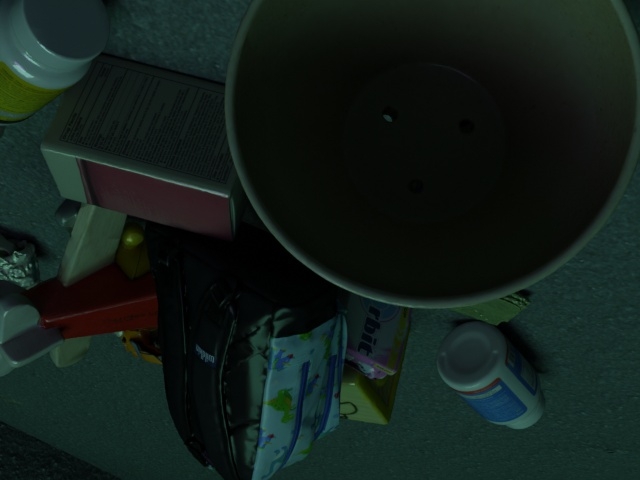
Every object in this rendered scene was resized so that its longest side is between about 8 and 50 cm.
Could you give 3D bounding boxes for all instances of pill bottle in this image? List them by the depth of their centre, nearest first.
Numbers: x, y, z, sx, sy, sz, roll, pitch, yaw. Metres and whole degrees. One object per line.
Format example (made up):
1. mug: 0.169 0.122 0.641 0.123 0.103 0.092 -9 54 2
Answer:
1. pill bottle: -0.330 -0.214 1.014 0.119 0.119 0.208 34 149 -30
2. pill bottle: 0.296 0.237 1.515 0.124 0.124 0.221 -4 146 36

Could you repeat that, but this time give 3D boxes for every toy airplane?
1. toy airplane: -0.348 0.051 1.366 0.386 0.272 0.384 -29 152 12

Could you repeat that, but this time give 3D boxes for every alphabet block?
1. alphabet block: 0.018 0.172 1.475 0.197 0.193 0.192 3 152 25

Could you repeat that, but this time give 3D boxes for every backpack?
1. backpack: -0.096 0.163 1.209 0.290 0.355 0.273 25 -157 37

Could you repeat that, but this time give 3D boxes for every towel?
1. towel: 0.236 0.087 1.371 0.148 0.027 0.110 18 154 -6

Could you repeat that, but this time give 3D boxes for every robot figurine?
1. robot figurine: -0.216 0.158 1.592 0.291 0.211 0.085 2 118 44

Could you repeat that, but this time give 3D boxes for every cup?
1. cup: 0.097 -0.107 0.817 0.331 0.331 0.237 14 179 5

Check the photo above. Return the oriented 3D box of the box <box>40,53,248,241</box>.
1. box: -0.195 -0.112 1.098 0.232 0.149 0.127 15 154 5

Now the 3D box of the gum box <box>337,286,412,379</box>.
1. gum box: 0.072 0.100 1.309 0.107 0.188 0.062 28 152 -20

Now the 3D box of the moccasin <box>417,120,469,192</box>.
1. moccasin: 0.143 -0.029 1.100 0.137 0.117 0.342 10 153 13

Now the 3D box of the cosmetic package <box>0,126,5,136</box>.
1. cosmetic package: -0.486 -0.120 1.069 0.113 0.309 0.160 -10 142 41

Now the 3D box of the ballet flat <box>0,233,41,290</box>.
1. ballet flat: -0.715 0.000 1.672 0.409 0.147 0.147 15 154 -3
